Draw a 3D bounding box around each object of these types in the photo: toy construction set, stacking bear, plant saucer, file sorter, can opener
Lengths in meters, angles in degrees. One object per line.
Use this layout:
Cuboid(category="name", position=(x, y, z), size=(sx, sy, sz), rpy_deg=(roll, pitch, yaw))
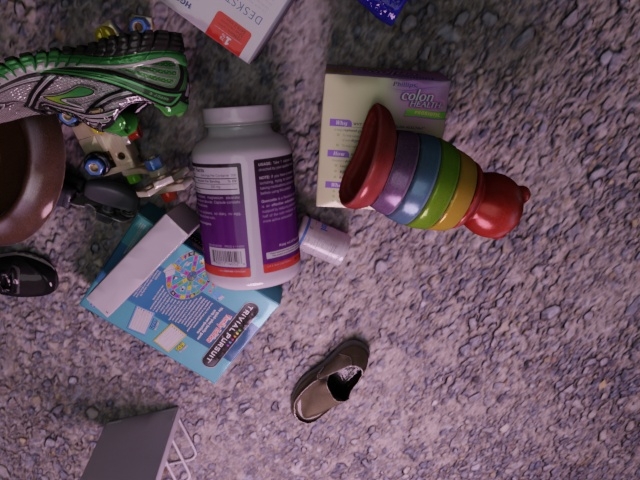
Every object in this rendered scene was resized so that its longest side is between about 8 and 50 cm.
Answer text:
Cuboid(category="toy construction set", position=(-0.351, -0.220, 1.043), size=(0.215, 0.151, 0.327), rpy_deg=(-15, 101, 8))
Cuboid(category="stacking bear", position=(0.199, -0.087, 0.952), size=(0.289, 0.164, 0.175), rpy_deg=(17, 113, -12))
Cuboid(category="plant saucer", position=(-0.594, -0.144, 1.044), size=(0.311, 0.050, 0.310), rpy_deg=(0, 91, 22))
Cuboid(category="file sorter", position=(-0.410, 0.554, 1.306), size=(0.193, 0.277, 0.172), rpy_deg=(-14, 117, 7))
Cuboid(category="can opener", position=(-0.487, -0.117, 1.117), size=(0.284, 0.076, 0.095), rpy_deg=(24, 120, -7))

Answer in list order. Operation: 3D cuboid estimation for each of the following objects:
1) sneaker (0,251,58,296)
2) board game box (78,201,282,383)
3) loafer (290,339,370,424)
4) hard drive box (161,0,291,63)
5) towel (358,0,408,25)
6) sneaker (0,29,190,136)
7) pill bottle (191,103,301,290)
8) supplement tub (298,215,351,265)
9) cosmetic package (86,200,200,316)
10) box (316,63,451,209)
Cuboid(category="sneaker", position=(-0.698, 0.083, 1.187), size=(0.284, 0.124, 0.107), rpy_deg=(10, 114, -3))
Cuboid(category="board game box", position=(-0.290, 0.117, 1.215), size=(0.336, 0.079, 0.253), rpy_deg=(35, 109, -13))
Cuboid(category="loafer", position=(0.016, 0.330, 1.295), size=(0.094, 0.087, 0.251), rpy_deg=(33, 110, -12))
Cuboid(category="hard drive box", position=(-0.124, -0.447, 0.960), size=(0.181, 0.089, 0.232), rpy_deg=(33, 111, -11))
Cuboid(category="towel", position=(0.047, -0.505, 0.877), size=(0.308, 0.076, 0.227), rpy_deg=(32, 70, -13))
Cuboid(category="sneaker", position=(-0.372, -0.226, 0.896), size=(0.344, 0.134, 0.146), rpy_deg=(-9, 103, 6))
Cuboid(category="pill bottle", position=(-0.136, -0.082, 1.057), size=(0.182, 0.181, 0.322), rpy_deg=(-3, 104, 3))
Cuboid(category="supplement tub", position=(0.000, 0.000, 1.161), size=(0.107, 0.071, 0.070), rpy_deg=(23, 112, -9))
Cuboid(category="cosmetic package", position=(-0.330, 0.034, 1.082), size=(0.239, 0.099, 0.060), rpy_deg=(-43, 101, 16))
Cuboid(category="box", position=(0.105, -0.186, 1.053), size=(0.214, 0.117, 0.242), rpy_deg=(4, 115, 0))
